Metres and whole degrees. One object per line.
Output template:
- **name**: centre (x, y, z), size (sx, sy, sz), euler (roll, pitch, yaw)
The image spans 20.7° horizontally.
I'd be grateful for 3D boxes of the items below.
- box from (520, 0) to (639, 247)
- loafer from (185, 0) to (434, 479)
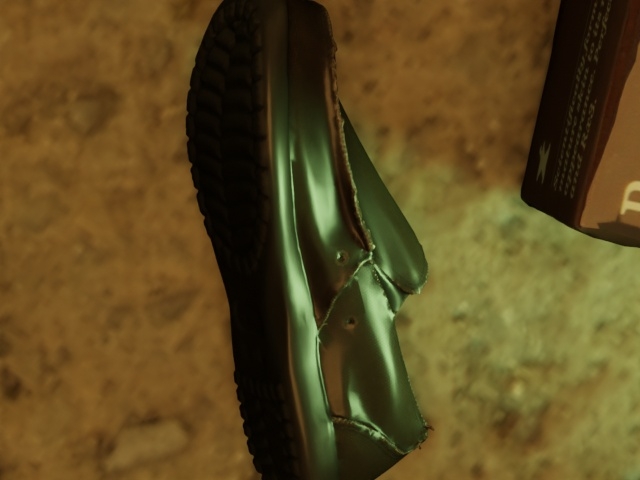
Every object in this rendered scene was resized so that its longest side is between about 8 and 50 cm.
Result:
- **box**: centre (0.289, -0.061, 0.682), size (0.381, 0.143, 0.191), euler (11, 96, -2)
- **loafer**: centre (0.000, 0.000, 0.714), size (0.078, 0.080, 0.220), euler (-13, 108, -24)
